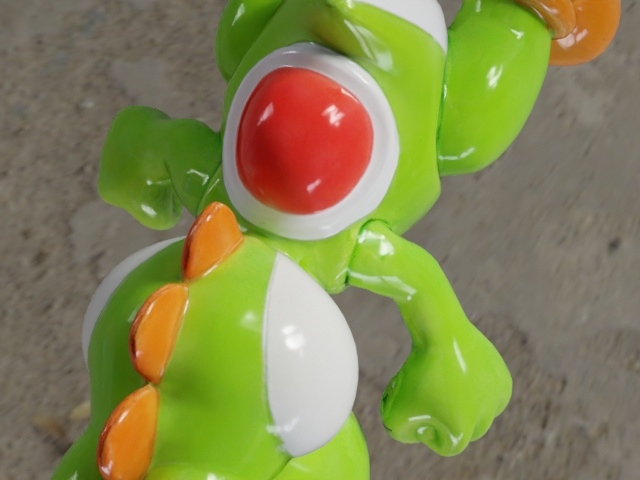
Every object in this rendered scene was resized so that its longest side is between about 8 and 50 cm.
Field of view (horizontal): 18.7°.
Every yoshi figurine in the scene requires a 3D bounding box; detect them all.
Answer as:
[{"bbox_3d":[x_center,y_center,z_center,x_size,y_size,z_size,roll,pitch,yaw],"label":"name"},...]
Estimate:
[{"bbox_3d":[-0.005,0.008,0.876,0.203,0.203,0.362,38,68,-27],"label":"yoshi figurine"}]
